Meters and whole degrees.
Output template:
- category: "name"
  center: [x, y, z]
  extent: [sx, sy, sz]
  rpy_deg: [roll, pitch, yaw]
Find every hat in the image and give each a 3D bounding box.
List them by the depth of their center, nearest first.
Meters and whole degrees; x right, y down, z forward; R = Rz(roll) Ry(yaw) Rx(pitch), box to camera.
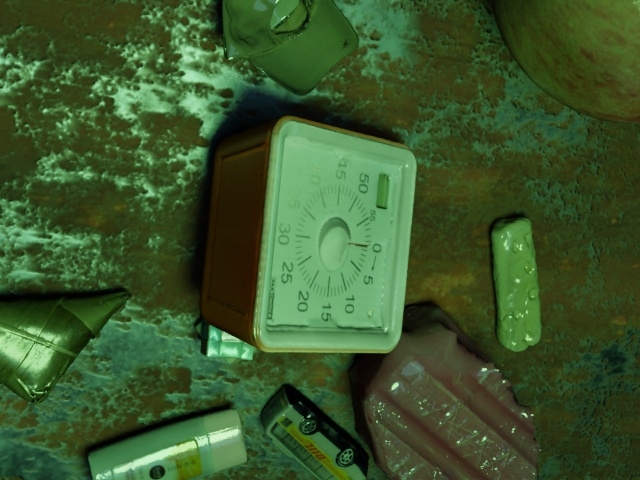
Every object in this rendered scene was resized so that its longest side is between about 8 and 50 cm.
- category: "hat"
  center: [-0.041, -0.251, 1.192]
  extent: [0.147, 0.085, 0.175]
  rpy_deg: [-40, 140, 9]

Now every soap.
- category: "soap"
  center: [0.166, 0.249, 1.389]
  extent: [0.220, 0.127, 0.325]
  rpy_deg: [-46, 115, -1]

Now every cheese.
- category: "cheese"
  center: [0.271, 0.061, 1.409]
  extent: [0.065, 0.043, 0.194]
  rpy_deg: [-13, 111, -14]

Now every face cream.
- category: "face cream"
  center: [-0.195, 0.278, 1.311]
  extent: [0.198, 0.057, 0.084]
  rpy_deg: [-14, 112, -14]

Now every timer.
- category: "timer"
  center: [0.000, 0.000, 1.210]
  extent: [0.250, 0.161, 0.257]
  rpy_deg: [7, 88, -32]

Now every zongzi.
- category: "zongzi"
  center: [-0.336, 0.083, 1.192]
  extent: [0.160, 0.078, 0.176]
  rpy_deg: [44, 80, -25]

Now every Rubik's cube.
- category: "Rubik's cube"
  center: [-0.114, 0.116, 1.281]
  extent: [0.084, 0.073, 0.075]
  rpy_deg: [23, 82, -20]

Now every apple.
- category: "apple"
  center: [0.336, -0.315, 1.165]
  extent: [0.269, 0.345, 0.345]
  rpy_deg: [17, 102, -2]

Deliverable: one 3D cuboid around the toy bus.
- category: "toy bus"
  center: [-0.008, 0.271, 1.376]
  extent: [0.072, 0.057, 0.172]
  rpy_deg: [-41, 116, 8]
